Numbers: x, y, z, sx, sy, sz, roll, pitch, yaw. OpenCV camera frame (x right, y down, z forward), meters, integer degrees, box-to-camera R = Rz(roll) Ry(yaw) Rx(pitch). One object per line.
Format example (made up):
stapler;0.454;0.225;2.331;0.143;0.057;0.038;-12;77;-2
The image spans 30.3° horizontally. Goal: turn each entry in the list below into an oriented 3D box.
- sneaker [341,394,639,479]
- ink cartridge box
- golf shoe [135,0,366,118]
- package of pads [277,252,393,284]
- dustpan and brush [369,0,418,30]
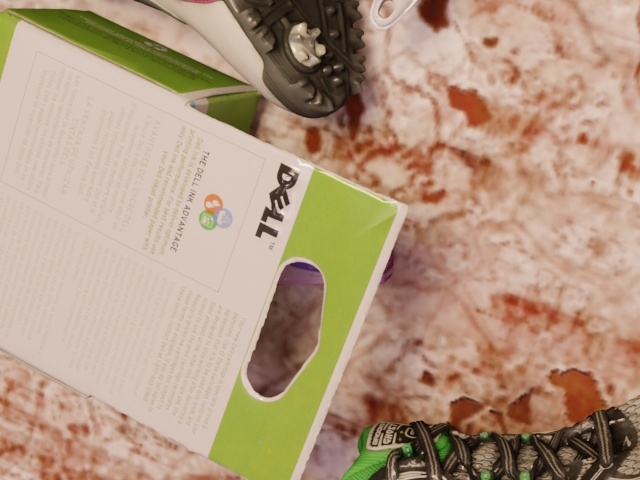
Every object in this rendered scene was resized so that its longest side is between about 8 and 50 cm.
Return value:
sneaker;0.092;0.154;0.647;0.343;0.134;0.146;-33;90;22
ink cartridge box;-0.082;0.002;0.675;0.255;0.097;0.189;26;109;15
golf shoe;-0.080;-0.169;0.660;0.120;0.105;0.273;-40;84;39
package of pads;0.000;0.000;0.694;0.083;0.032;0.050;-1;102;17
dustpan and brush;0.094;-0.196;0.605;0.147;0.060;0.211;38;110;6
